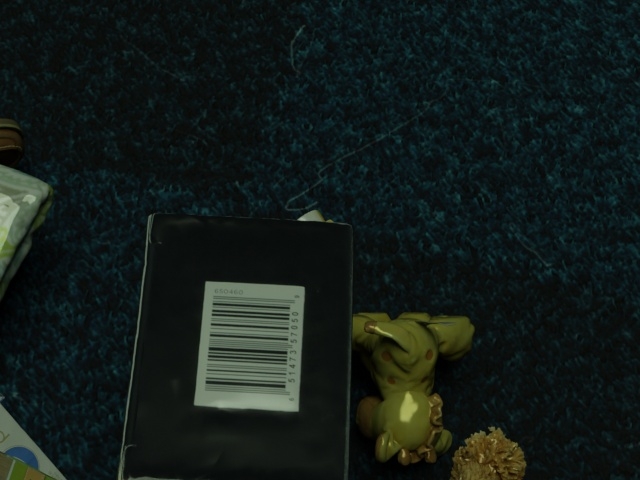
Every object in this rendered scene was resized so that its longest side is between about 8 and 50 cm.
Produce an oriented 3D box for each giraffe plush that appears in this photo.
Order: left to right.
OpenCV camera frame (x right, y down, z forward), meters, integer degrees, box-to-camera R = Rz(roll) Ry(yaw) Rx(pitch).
[{"bbox_3d":[0.100,0.175,1.641,0.182,0.210,0.170,1,91,-18],"label":"giraffe plush"}]

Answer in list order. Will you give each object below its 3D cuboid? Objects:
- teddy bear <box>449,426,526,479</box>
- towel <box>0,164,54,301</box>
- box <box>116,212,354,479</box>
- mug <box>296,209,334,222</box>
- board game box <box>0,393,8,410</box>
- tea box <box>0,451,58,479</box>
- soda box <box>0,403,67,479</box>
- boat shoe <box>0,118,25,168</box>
[{"bbox_3d":[0.138,0.353,1.486,0.113,0.245,0.338,15,26,38],"label":"teddy bear"},{"bbox_3d":[-0.536,0.041,1.625,0.321,0.090,0.374,22,71,5],"label":"towel"},{"bbox_3d":[-0.083,0.200,1.456,0.212,0.395,0.293,3,57,-1],"label":"box"},{"bbox_3d":[-0.001,0.000,1.789,0.078,0.062,0.064,-36,74,-16],"label":"mug"},{"bbox_3d":[-0.489,0.217,1.628,0.136,0.035,0.201,38,63,19],"label":"board game box"},{"bbox_3d":[-0.304,0.375,1.300,0.324,0.329,0.220,34,52,-30],"label":"tea box"},{"bbox_3d":[-0.373,0.227,1.538,0.074,0.069,0.216,-47,115,-28],"label":"soda box"},{"bbox_3d":[-0.510,-0.052,1.764,0.307,0.110,0.104,-25,66,-8],"label":"boat shoe"}]
